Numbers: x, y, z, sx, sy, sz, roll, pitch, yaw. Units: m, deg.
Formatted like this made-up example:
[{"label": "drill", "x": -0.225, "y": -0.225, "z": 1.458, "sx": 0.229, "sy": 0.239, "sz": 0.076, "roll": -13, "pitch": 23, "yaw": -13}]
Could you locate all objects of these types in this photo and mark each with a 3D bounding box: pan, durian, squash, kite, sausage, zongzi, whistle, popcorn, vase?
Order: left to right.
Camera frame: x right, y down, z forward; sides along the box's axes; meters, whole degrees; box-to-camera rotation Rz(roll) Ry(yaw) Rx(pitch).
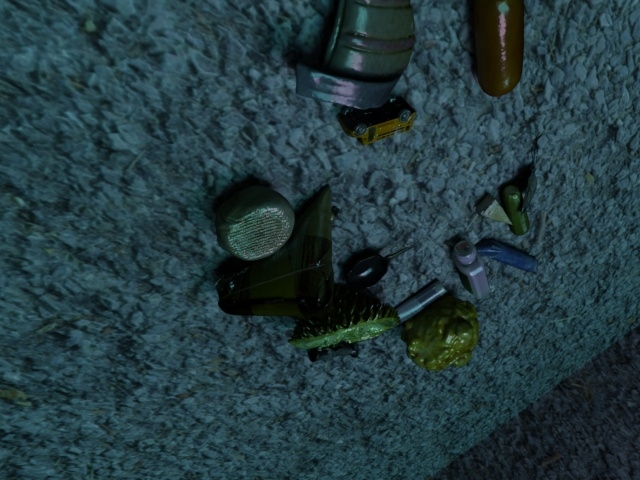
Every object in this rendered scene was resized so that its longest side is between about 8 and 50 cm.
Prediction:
[{"label": "zongzi", "x": -0.110, "y": 0.025, "z": 1.445, "sx": 0.289, "sy": 0.318, "sz": 0.154, "roll": 0, "pitch": 179, "yaw": 5}, {"label": "vase", "x": 0.043, "y": 0.354, "z": 1.914, "sx": 0.166, "sy": 0.059, "sz": 0.059, "roll": 2, "pitch": 131, "yaw": -34}, {"label": "durian", "x": 0.097, "y": 0.245, "z": 1.717, "sx": 0.394, "sy": 0.163, "sz": 0.198, "roll": 3, "pitch": 110, "yaw": -41}, {"label": "pan", "x": 0.158, "y": 0.068, "z": 1.688, "sx": 0.201, "sy": 0.048, "sz": 0.128, "roll": -18, "pitch": 141, "yaw": -13}, {"label": "popcorn", "x": 0.415, "y": 0.310, "z": 1.974, "sx": 0.250, "sy": 0.235, "sz": 0.241, "roll": -36, "pitch": 174, "yaw": 29}, {"label": "sausage", "x": 0.376, "y": -0.422, "z": 1.262, "sx": 0.105, "sy": 0.105, "sz": 0.274, "roll": -28, "pitch": 141, "yaw": -4}, {"label": "whistle", "x": 0.615, "y": 0.049, "z": 1.956, "sx": 0.304, "sy": 0.062, "sz": 0.062, "roll": 16, "pitch": 123, "yaw": -42}, {"label": "squash", "x": 0.582, "y": -0.087, "z": 1.782, "sx": 0.066, "sy": 0.066, "sz": 0.229, "roll": -33, "pitch": 142, "yaw": 3}, {"label": "kite", "x": 0.594, "y": -0.185, "z": 1.681, "sx": 0.141, "sy": 0.015, "sz": 0.245, "roll": -54, "pitch": 149, "yaw": -34}]

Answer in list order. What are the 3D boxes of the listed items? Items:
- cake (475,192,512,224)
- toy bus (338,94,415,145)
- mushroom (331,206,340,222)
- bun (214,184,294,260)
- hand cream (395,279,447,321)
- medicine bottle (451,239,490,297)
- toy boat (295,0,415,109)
[{"label": "cake", "x": 0.517, "y": -0.084, "z": 1.730, "sx": 0.121, "sy": 0.052, "sz": 0.065, "roll": 20, "pitch": 115, "yaw": -23}, {"label": "toy bus", "x": 0.120, "y": -0.256, "z": 1.298, "sx": 0.162, "sy": 0.070, "sz": 0.074, "roll": -19, "pitch": 142, "yaw": -16}, {"label": "mushroom", "x": 0.000, "y": 0.000, "z": 1.509, "sx": 0.060, "sy": 0.061, "sz": 0.187, "roll": 0, "pitch": 128, "yaw": -38}, {"label": "bun", "x": -0.151, "y": -0.046, "z": 1.315, "sx": 0.173, "sy": 0.113, "sz": 0.167, "roll": 10, "pitch": 119, "yaw": -38}, {"label": "hand cream", "x": 0.294, "y": 0.219, "z": 1.944, "sx": 0.255, "sy": 0.048, "sz": 0.079, "roll": -35, "pitch": 139, "yaw": 11}, {"label": "medicine bottle", "x": 0.460, "y": 0.080, "z": 1.844, "sx": 0.078, "sy": 0.115, "sz": 0.219, "roll": -31, "pitch": 141, "yaw": 2}, {"label": "toy boat", "x": 0.095, "y": -0.376, "z": 1.132, "sx": 0.276, "sy": 0.111, "sz": 0.294, "roll": 11, "pitch": 116, "yaw": -49}]
